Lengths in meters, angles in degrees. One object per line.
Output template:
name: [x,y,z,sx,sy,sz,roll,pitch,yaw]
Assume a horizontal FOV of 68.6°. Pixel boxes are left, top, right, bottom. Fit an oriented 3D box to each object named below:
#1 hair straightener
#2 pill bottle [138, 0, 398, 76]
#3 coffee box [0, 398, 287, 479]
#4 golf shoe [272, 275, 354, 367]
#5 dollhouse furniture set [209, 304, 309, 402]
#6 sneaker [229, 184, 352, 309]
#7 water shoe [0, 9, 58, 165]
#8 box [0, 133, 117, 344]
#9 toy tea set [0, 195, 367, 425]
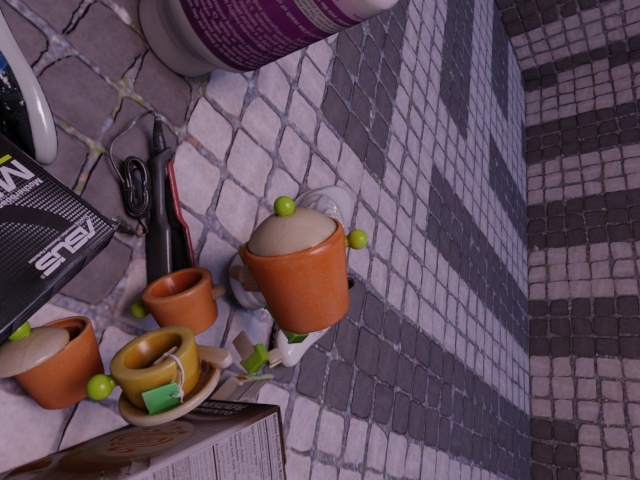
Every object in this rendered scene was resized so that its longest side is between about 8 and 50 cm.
hair straightener: [-0.192,-0.034,0.535,0.089,0.047,0.231,-10,96,-54]
pill bottle: [-0.070,-0.299,0.546,0.169,0.301,0.170,17,69,-53]
coffee box: [-0.163,0.237,0.445,0.246,0.141,0.098,-2,84,-56]
golf shoe: [-0.010,0.116,0.733,0.068,0.085,0.186,59,42,-30]
dollhouse furniture set: [-0.088,0.151,0.612,0.059,0.152,0.076,50,18,26]
sneaker: [0.000,0.000,0.713,0.114,0.152,0.305,61,38,-18]
water shoe: [-0.304,-0.154,0.406,0.080,0.072,0.203,-28,103,-31]
box: [-0.288,-0.003,0.343,0.184,0.045,0.191,40,47,-8]
toy tea set: [-0.123,0.044,0.437,0.335,0.200,0.125,-27,115,-29]
